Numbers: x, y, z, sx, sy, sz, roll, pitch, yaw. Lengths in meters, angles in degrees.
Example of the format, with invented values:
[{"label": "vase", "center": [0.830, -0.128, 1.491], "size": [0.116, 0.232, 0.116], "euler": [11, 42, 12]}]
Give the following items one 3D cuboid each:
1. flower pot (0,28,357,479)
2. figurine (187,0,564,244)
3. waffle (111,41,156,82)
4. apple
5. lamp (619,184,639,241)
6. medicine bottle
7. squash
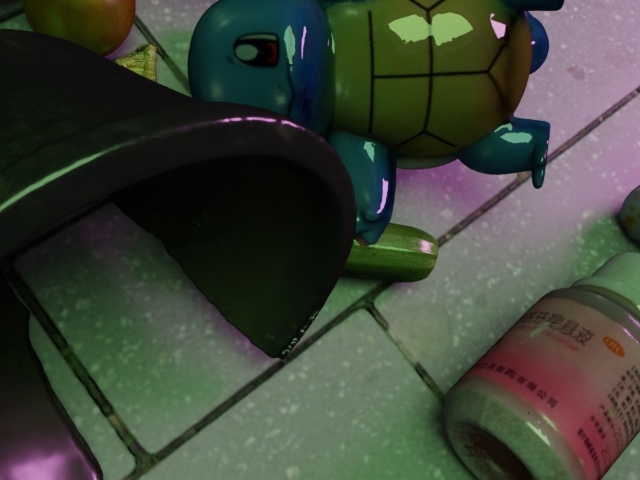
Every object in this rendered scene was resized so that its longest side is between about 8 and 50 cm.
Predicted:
[{"label": "flower pot", "center": [-0.190, -0.004, 0.515], "size": [0.379, 0.379, 0.251], "euler": [-30, 62, -23]}, {"label": "figurine", "center": [0.095, -0.177, 0.674], "size": [0.417, 0.297, 0.243], "euler": [-17, 35, -30]}, {"label": "waffle", "center": [-0.235, -0.150, 0.707], "size": [0.153, 0.023, 0.097], "euler": [-4, 69, -15]}, {"label": "apple", "center": [-0.226, -0.233, 0.697], "size": [0.099, 0.102, 0.114], "euler": [24, 67, -10]}, {"label": "lamp", "center": [0.477, -0.040, 0.695], "size": [0.248, 0.301, 0.247], "euler": [-16, 74, -20]}, {"label": "medicine bottle", "center": [0.234, 0.120, 0.660], "size": [0.247, 0.147, 0.147], "euler": [-39, 83, -24]}, {"label": "squash", "center": [0.000, 0.000, 0.686], "size": [0.229, 0.066, 0.066], "euler": [10, 67, -10]}]
